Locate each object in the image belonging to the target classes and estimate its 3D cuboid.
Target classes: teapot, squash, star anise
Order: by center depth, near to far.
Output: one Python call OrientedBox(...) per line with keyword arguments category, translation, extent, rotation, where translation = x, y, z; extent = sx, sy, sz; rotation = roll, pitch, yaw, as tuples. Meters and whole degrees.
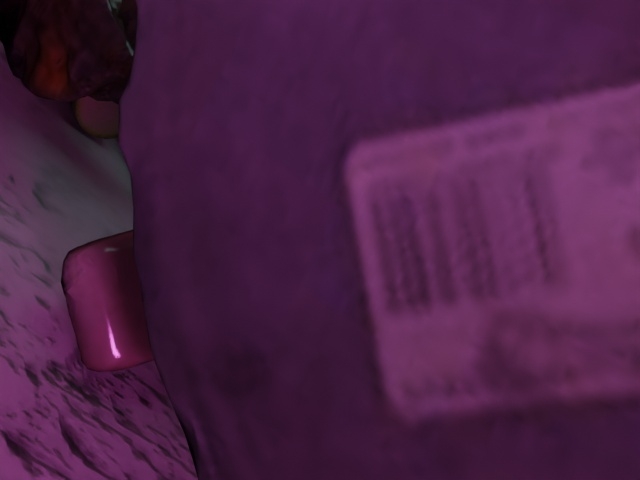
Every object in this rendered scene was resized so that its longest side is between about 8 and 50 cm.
OrientedBox(category="teapot", translation=(0.124, -0.020, 0.467), extent=(0.362, 0.376, 0.305), rotation=(-13, 92, -55))
OrientedBox(category="star anise", translation=(-0.108, -0.103, 0.601), extent=(0.212, 0.073, 0.197), rotation=(35, 22, 5))
OrientedBox(category="squash", translation=(-0.089, -0.071, 0.688), extent=(0.027, 0.027, 0.083), rotation=(35, 15, -30))
